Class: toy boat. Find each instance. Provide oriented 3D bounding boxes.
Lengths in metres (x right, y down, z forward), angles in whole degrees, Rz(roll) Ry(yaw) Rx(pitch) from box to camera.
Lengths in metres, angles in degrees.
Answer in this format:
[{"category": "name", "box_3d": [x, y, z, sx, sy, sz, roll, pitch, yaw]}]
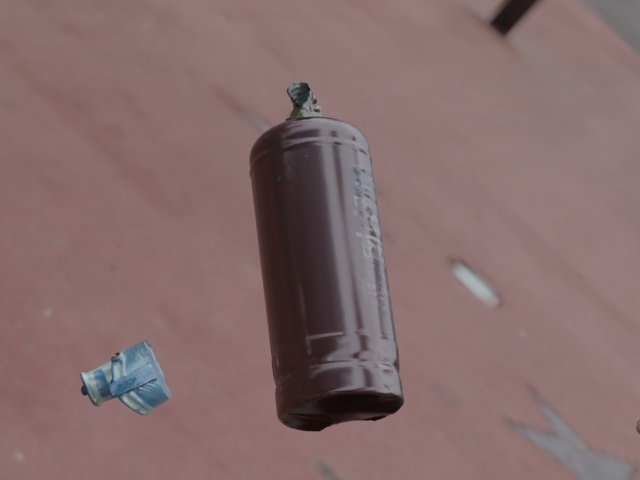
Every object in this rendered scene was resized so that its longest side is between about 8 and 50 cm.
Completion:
[{"category": "toy boat", "box_3d": [-0.250, 0.187, 2.226, 0.215, 0.102, 0.088, 125, -60, -85]}]

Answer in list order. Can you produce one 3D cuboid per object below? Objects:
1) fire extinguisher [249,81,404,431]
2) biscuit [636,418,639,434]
[{"category": "fire extinguisher", "box_3d": [0.000, 0.000, 1.597, 0.135, 0.114, 0.337, 76, 7, -68]}, {"category": "biscuit", "box_3d": [0.492, 0.188, 2.189, 0.061, 0.219, 0.055, 23, 42, -36]}]
